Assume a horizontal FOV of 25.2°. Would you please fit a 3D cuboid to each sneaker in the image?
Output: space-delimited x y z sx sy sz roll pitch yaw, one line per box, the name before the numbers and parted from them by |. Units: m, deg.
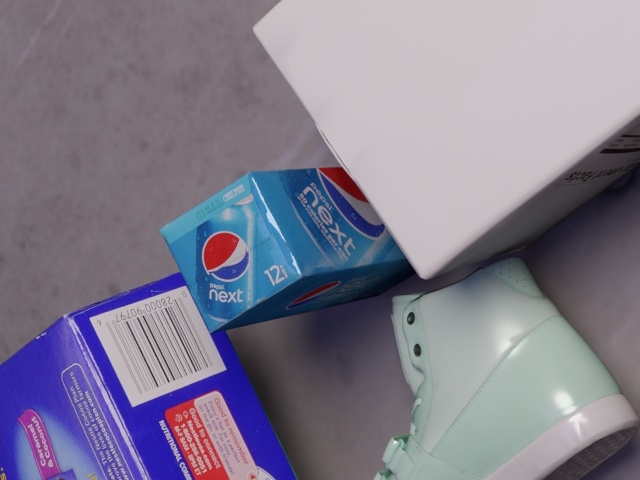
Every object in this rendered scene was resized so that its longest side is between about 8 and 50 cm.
sneaker | 0.070 0.118 0.905 0.256 0.094 0.151 -43 62 31

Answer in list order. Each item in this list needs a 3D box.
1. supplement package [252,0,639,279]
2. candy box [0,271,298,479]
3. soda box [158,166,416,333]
supplement package | 0.146 -0.137 0.790 0.293 0.175 0.177 -38 78 24
candy box | -0.151 0.208 0.961 0.317 0.122 0.268 -33 80 42
soda box | 0.000 0.000 0.856 0.071 0.210 0.067 -32 79 27
